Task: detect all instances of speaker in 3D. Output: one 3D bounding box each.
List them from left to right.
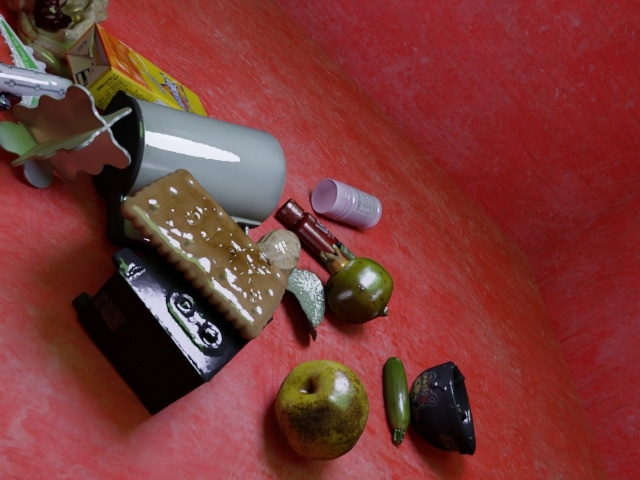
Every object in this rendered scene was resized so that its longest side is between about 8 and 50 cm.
[{"bbox_3d":[-0.260,0.128,0.867,0.254,0.184,0.232,52,30,0],"label":"speaker"}]

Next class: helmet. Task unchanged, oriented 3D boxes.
[{"bbox_3d":[0.332,0.471,1.311,0.230,0.161,0.278,-83,154,-50],"label":"helmet"}]

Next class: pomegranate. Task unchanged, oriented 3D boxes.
[{"bbox_3d":[0.098,0.119,1.327,0.198,0.199,0.245,-73,145,-55],"label":"pomegranate"}]

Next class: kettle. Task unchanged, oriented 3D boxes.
[{"bbox_3d":[-0.297,-0.121,1.085,0.377,0.250,0.360,7,80,-47],"label":"kettle"}]

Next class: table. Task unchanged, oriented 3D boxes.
[{"bbox_3d":[-0.461,-0.194,0.878,0.166,0.199,0.166,26,61,-61],"label":"table"}]

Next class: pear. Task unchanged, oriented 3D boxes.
[{"bbox_3d":[0.008,0.353,0.981,0.197,0.197,0.197,34,34,-27],"label":"pear"}]

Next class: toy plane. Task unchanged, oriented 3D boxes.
[{"bbox_3d":[-0.600,-0.318,0.962,0.255,0.101,0.250,-8,85,-69],"label":"toy plane"}]

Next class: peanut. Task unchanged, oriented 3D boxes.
[{"bbox_3d":[-0.148,0.062,1.158,0.298,0.120,0.136,-30,102,-56],"label":"peanut"}]

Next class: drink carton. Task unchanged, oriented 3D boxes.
[{"bbox_3d":[-0.424,-0.353,1.160,0.154,0.111,0.351,63,17,22],"label":"drink carton"}]

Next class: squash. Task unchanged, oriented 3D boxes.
[{"bbox_3d":[0.209,0.422,1.292,0.066,0.066,0.252,35,34,-26],"label":"squash"}]

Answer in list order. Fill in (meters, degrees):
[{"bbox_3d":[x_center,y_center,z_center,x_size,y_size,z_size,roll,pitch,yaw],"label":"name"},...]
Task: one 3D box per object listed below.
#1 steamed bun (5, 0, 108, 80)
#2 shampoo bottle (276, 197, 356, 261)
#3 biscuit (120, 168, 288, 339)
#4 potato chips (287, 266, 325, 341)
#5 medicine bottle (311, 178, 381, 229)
[{"bbox_3d":[-0.647,-0.592,1.142,0.247,0.189,0.427,23,40,-28],"label":"steamed bun"},{"bbox_3d":[0.001,0.000,1.461,0.314,0.076,0.118,44,22,-12],"label":"shampoo bottle"},{"bbox_3d":[-0.191,0.015,0.870,0.325,0.044,0.217,48,24,-9],"label":"biscuit"},{"bbox_3d":[-0.041,0.161,1.247,0.167,0.059,0.228,49,21,-17],"label":"potato chips"},{"bbox_3d":[0.095,-0.126,1.676,0.250,0.133,0.133,14,46,-45],"label":"medicine bottle"}]
